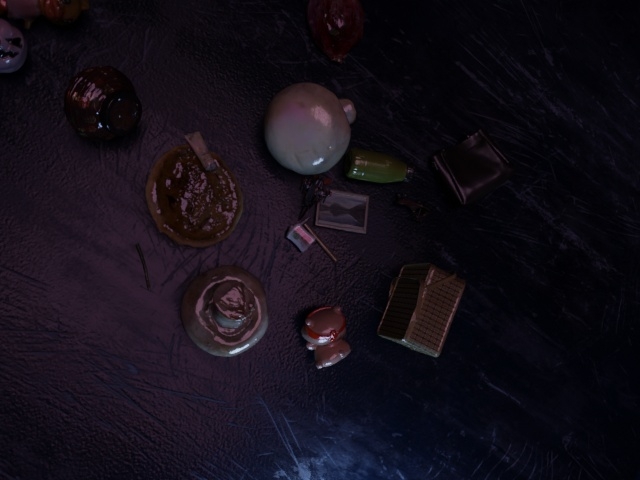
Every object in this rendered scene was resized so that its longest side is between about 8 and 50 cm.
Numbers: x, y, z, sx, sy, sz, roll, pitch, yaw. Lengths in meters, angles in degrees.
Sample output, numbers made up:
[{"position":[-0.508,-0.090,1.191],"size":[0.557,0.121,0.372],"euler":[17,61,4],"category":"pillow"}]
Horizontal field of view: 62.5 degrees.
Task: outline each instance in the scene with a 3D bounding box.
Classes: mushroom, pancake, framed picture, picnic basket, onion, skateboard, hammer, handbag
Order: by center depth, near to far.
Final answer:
[{"position":[-0.300,0.227,1.694],"size":[0.297,0.290,0.298],"euler":[2,85,-16],"category":"mushroom"},{"position":[-0.418,-0.145,1.775],"size":[0.356,0.065,0.356],"euler":[0,90,-32],"category":"pancake"},{"position":[-0.016,-0.387,1.824],"size":[0.355,0.315,0.315],"euler":[-13,90,-10],"category":"mushroom"},{"position":[0.359,0.237,1.929],"size":[0.175,0.228,0.313],"euler":[26,80,-16],"category":"picnic basket"},{"position":[0.000,0.000,1.947],"size":[0.062,0.013,0.199],"euler":[-43,99,-16],"category":"hammer"},{"position":[0.081,-0.112,1.972],"size":[0.203,0.015,0.150],"euler":[10,79,-16],"category":"framed picture"},{"position":[0.069,-0.810,1.975],"size":[0.227,0.120,0.284],"euler":[-6,88,-12],"category":"onion"},{"position":[0.356,-0.126,2.044],"size":[0.151,0.067,0.080],"euler":[20,90,-18],"category":"skateboard"},{"position":[0.599,-0.292,2.101],"size":[0.285,0.113,0.257],"euler":[-31,89,-9],"category":"handbag"}]

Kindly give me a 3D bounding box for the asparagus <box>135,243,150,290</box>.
[{"position":[-0.590,0.089,1.762],"size":[0.016,0.016,0.163],"euler":[-15,91,-44],"category":"asparagus"}]

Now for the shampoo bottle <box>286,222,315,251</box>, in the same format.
[{"position":[-0.075,-0.016,1.906],"size":[0.099,0.043,0.072],"euler":[44,95,-9],"category":"shampoo bottle"}]

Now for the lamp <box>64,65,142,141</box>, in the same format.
[{"position":[-0.694,-0.434,1.665],"size":[0.246,0.247,0.247],"euler":[1,86,-17],"category":"lamp"}]

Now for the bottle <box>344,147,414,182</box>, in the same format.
[{"position":[0.225,-0.273,1.984],"size":[0.260,0.112,0.112],"euler":[8,84,-16],"category":"bottle"}]

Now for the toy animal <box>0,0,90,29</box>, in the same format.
[{"position":[-0.883,-0.761,1.667],"size":[0.281,0.195,0.169],"euler":[7,44,-12],"category":"toy animal"}]

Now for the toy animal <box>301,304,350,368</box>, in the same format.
[{"position":[0.021,0.333,1.860],"size":[0.171,0.171,0.198],"euler":[-17,98,-17],"category":"toy animal"}]

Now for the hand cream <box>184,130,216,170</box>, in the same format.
[{"position":[-0.395,-0.300,1.759],"size":[0.061,0.039,0.143],"euler":[-29,89,-33],"category":"hand cream"}]

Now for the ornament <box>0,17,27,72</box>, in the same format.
[{"position":[-0.993,-0.607,1.610],"size":[0.177,0.177,0.178],"euler":[1,86,-17],"category":"ornament"}]

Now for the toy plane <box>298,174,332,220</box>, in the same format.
[{"position":[-0.035,-0.157,1.918],"size":[0.130,0.061,0.189],"euler":[30,87,18],"category":"toy plane"}]
